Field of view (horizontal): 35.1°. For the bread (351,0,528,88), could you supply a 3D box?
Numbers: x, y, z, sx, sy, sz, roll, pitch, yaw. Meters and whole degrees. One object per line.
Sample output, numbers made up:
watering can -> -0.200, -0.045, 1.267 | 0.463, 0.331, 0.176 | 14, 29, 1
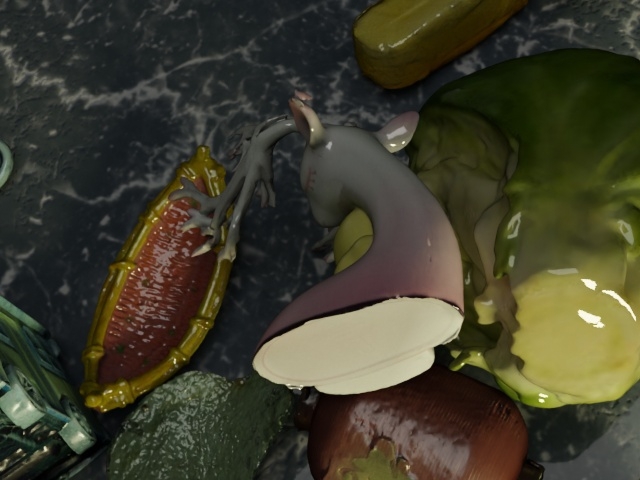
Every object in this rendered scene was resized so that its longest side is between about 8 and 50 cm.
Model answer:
bread -> 0.145, -0.277, 1.211 | 0.245, 0.094, 0.102 | -37, 60, -8

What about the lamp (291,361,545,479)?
lamp -> 0.097, 0.208, 0.993 | 0.258, 0.180, 0.180 | 25, 74, 16

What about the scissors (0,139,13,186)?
scissors -> -0.580, -0.025, 1.247 | 0.256, 0.029, 0.383 | 35, 79, 19

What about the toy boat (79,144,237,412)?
toy boat -> -0.175, 0.049, 1.128 | 0.141, 0.099, 0.318 | 18, 70, 10

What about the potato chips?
potato chips -> -0.115, 0.213, 1.044 | 0.228, 0.059, 0.167 | -16, 74, 17

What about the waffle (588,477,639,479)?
waffle -> 0.266, 0.337, 0.922 | 0.228, 0.051, 0.231 | -43, 102, -28

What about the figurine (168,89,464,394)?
figurine -> -0.010, -0.006, 0.971 | 0.206, 0.284, 0.315 | 18, 48, -24

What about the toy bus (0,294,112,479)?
toy bus -> -0.343, 0.153, 0.992 | 0.152, 0.312, 0.190 | -36, 69, -6

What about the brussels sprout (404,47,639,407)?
brussels sprout -> 0.239, -0.026, 0.982 | 0.315, 0.276, 0.371 | 0, 41, -6
